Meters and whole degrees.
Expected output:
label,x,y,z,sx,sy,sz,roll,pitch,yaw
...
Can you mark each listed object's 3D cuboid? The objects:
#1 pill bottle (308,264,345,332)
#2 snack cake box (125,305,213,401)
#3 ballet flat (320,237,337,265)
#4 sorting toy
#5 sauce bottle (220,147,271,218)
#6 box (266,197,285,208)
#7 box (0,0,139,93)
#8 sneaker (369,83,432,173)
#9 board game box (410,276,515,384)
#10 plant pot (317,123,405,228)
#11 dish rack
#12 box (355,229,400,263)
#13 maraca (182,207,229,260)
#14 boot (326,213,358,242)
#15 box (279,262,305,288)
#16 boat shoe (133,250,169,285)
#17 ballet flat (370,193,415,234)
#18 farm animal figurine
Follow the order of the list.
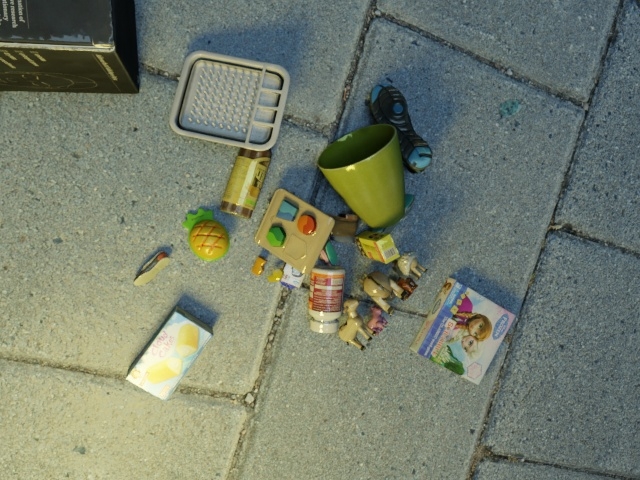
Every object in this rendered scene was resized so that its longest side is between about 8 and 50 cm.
label,x,y,z,sx,sy,sz,roll,pitch,yaw
pill bottle,0.020,0.202,1.633,0.121,0.121,0.221,3,96,-16
snack cake box,-0.491,0.367,1.531,0.152,0.089,0.264,37,86,-17
ballet flat,0.000,0.000,1.594,0.077,0.079,0.221,-58,145,-38
sorting toy,-0.112,0.011,1.536,0.229,0.041,0.307,31,106,18
sauce bottle,-0.224,-0.243,1.518,0.111,0.111,0.344,18,91,-16
box,-0.116,-0.077,1.586,0.094,0.027,0.137,-15,104,25
box,-0.726,-0.554,1.153,0.472,0.480,0.297,-2,96,-15
sneaker,0.267,-0.383,1.639,0.125,0.139,0.341,-25,84,-1
board game box,0.559,0.356,1.827,0.318,0.066,0.318,29,89,-17
plant pot,0.173,-0.193,1.574,0.275,0.275,0.293,-33,119,-9
dish rack,-0.275,-0.425,1.451,0.333,0.072,0.285,11,81,0
box,0.188,0.019,1.598,0.058,0.232,0.087,-28,102,-11
maraca,-0.371,-0.019,1.517,0.127,0.099,0.185,-26,78,-19
boot,0.032,-0.041,1.628,0.219,0.082,0.106,-1,94,-17
box,-0.091,0.103,1.640,0.081,0.028,0.136,24,88,-17
boat shoe,-0.549,0.090,1.507,0.137,0.049,0.043,-42,63,-4
ballet flat,0.269,-0.080,1.705,0.213,0.072,0.068,-44,133,-6
farm animal figurine,0.185,0.192,1.604,0.172,0.327,0.330,39,68,15
